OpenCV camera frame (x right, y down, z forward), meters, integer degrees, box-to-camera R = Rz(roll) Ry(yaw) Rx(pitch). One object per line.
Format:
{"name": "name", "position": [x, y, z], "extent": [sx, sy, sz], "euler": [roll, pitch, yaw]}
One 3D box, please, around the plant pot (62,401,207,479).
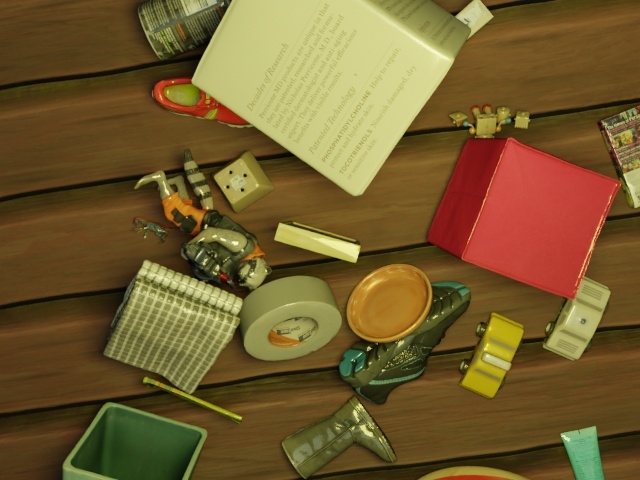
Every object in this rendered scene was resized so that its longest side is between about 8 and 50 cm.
{"name": "plant pot", "position": [-0.416, 0.554, 1.678], "extent": [0.247, 0.248, 0.252], "euler": [15, 112, 1]}

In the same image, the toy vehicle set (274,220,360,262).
{"name": "toy vehicle set", "position": [0.000, 0.000, 1.609], "extent": [0.166, 0.267, 0.035], "euler": [16, 93, 2]}

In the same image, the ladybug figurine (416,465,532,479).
{"name": "ladybug figurine", "position": [0.373, 0.668, 1.685], "extent": [0.450, 0.162, 0.305], "euler": [11, 94, 2]}

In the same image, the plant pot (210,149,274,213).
{"name": "plant pot", "position": [-0.180, -0.132, 1.692], "extent": [0.109, 0.096, 0.109], "euler": [-33, 91, 4]}

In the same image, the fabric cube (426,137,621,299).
{"name": "fabric cube", "position": [0.407, -0.056, 1.576], "extent": [0.254, 0.258, 0.259], "euler": [21, 94, -8]}

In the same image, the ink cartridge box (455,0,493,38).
{"name": "ink cartridge box", "position": [0.298, -0.452, 1.653], "extent": [0.135, 0.099, 0.056], "euler": [-41, 93, 5]}

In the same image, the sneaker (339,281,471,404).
{"name": "sneaker", "position": [0.203, 0.225, 1.707], "extent": [0.341, 0.125, 0.139], "euler": [-38, 119, 1]}

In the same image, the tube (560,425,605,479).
{"name": "tube", "position": [0.610, 0.531, 1.728], "extent": [0.080, 0.052, 0.207], "euler": [-13, 88, -2]}

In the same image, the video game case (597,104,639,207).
{"name": "video game case", "position": [0.758, -0.209, 1.678], "extent": [0.232, 0.042, 0.210], "euler": [-22, 92, 3]}

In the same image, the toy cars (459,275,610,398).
{"name": "toy cars", "position": [0.480, 0.219, 1.692], "extent": [0.394, 0.087, 0.176], "euler": [-25, 92, 3]}

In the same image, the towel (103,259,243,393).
{"name": "towel", "position": [-0.318, 0.193, 1.615], "extent": [0.235, 0.121, 0.283], "euler": [21, 134, -14]}

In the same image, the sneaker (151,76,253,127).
{"name": "sneaker", "position": [-0.232, -0.307, 1.672], "extent": [0.279, 0.118, 0.107], "euler": [2, 94, 2]}

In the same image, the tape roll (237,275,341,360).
{"name": "tape roll", "position": [-0.067, 0.171, 1.648], "extent": [0.219, 0.219, 0.072], "euler": [-23, 52, 3]}

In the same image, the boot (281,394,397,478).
{"name": "boot", "position": [0.043, 0.476, 1.731], "extent": [0.208, 0.076, 0.189], "euler": [-37, 77, -3]}

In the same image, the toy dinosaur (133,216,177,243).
{"name": "toy dinosaur", "position": [-0.385, -0.030, 1.746], "extent": [0.090, 0.047, 0.082], "euler": [-38, 80, -30]}

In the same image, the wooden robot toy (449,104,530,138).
{"name": "wooden robot toy", "position": [0.372, -0.251, 1.692], "extent": [0.173, 0.076, 0.079], "euler": [-3, 128, 2]}

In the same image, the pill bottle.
{"name": "pill bottle", "position": [-0.259, -0.495, 1.657], "extent": [0.246, 0.130, 0.130], "euler": [-21, 92, 3]}

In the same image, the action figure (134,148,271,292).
{"name": "action figure", "position": [-0.232, -0.026, 1.596], "extent": [0.178, 0.341, 0.330], "euler": [-44, 90, -9]}

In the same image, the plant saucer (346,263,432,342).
{"name": "plant saucer", "position": [0.154, 0.142, 1.671], "extent": [0.200, 0.200, 0.037], "euler": [-34, 132, 4]}

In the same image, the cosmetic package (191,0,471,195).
{"name": "cosmetic package", "position": [0.035, -0.366, 1.508], "extent": [0.394, 0.329, 0.327], "euler": [35, 120, 1]}

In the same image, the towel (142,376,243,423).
{"name": "towel", "position": [-0.288, 0.363, 1.723], "extent": [0.237, 0.102, 0.021], "euler": [22, 77, 1]}
